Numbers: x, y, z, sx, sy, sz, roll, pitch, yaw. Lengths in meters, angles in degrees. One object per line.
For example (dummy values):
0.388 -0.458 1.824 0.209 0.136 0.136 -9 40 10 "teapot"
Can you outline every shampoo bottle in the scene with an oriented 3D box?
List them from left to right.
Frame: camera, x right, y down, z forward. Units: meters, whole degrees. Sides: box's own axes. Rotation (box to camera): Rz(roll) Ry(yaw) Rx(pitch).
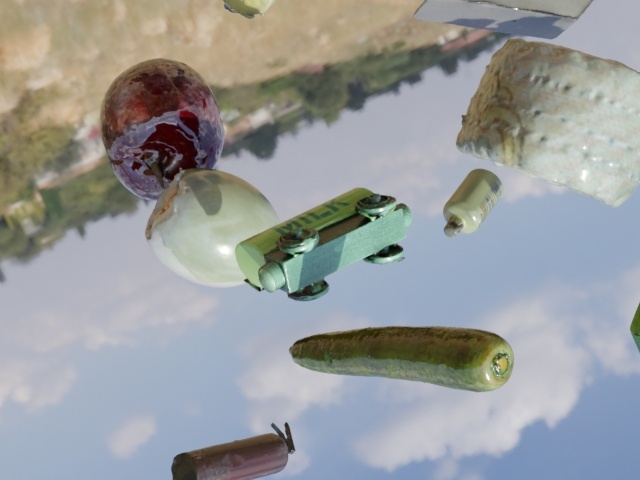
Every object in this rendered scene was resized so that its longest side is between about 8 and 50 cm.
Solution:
0.283 -0.063 2.183 0.079 0.079 0.162 -18 -154 51 "shampoo bottle"

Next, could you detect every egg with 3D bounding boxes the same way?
-0.157 -0.012 1.795 0.183 0.217 0.183 -50 -158 28 "egg"

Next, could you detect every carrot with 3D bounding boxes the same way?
0.084 0.140 1.407 0.358 0.074 0.074 -2 -159 47 "carrot"

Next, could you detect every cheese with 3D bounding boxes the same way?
-0.094 -0.461 1.916 0.123 0.094 0.167 -46 -167 48 "cheese"

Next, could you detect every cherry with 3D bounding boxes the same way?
-0.269 -0.197 1.939 0.203 0.230 0.300 -20 -146 9 "cherry"

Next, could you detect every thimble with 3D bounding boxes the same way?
0.356 -0.178 1.690 0.291 0.291 0.195 -94 -155 -84 "thimble"

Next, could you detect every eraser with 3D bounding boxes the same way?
0.360 -0.458 2.201 0.352 0.077 0.111 6 167 -15 "eraser"

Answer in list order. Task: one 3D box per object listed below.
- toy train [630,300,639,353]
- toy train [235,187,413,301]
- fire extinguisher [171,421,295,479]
0.646 0.123 1.853 0.248 0.173 0.307 6 -127 37 "toy train"
0.000 0.000 1.576 0.253 0.105 0.157 -27 -154 -30 "toy train"
-0.133 0.361 1.917 0.267 0.089 0.072 -3 142 -47 "fire extinguisher"
